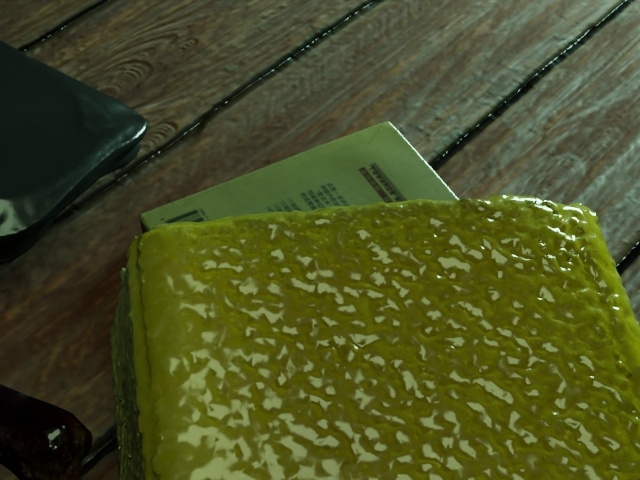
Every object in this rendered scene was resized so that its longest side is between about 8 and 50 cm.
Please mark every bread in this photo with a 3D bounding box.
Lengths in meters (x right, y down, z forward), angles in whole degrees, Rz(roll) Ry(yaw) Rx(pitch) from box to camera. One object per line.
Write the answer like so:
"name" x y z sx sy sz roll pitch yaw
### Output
"bread" 0.045 0.139 0.729 0.323 0.143 0.333 -3 55 -11

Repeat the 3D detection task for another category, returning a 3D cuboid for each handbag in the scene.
"handbag" -0.309 -0.099 0.942 0.332 0.075 0.191 24 46 18

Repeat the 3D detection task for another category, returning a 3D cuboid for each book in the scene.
"book" 0.000 0.000 0.931 0.230 0.026 0.161 -22 57 -24

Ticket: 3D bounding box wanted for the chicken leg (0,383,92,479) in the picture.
"chicken leg" -0.305 0.054 0.758 0.406 0.158 0.096 21 89 12
